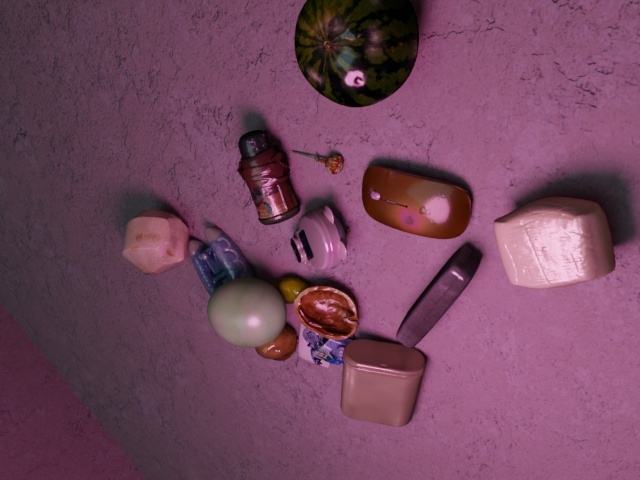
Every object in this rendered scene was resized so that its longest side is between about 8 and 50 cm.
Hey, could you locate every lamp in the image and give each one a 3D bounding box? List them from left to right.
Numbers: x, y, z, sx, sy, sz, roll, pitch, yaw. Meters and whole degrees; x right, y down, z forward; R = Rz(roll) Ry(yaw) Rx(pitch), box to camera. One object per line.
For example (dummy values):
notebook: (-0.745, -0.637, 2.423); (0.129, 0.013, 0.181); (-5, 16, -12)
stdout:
lamp: (0.002, 0.000, 1.766); (0.246, 0.108, 0.179); (-29, 77, 60)

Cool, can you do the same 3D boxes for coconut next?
coconut: (-0.571, 0.016, 2.114); (0.241, 0.241, 0.241); (17, 122, 29)

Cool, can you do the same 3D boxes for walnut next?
walnut: (0.029, 0.208, 1.865); (0.211, 0.087, 0.167); (22, 112, 12)

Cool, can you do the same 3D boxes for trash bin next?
trash bin: (0.182, 0.433, 1.825); (0.244, 0.121, 0.247); (7, 124, 7)

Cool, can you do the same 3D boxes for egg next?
egg: (-0.233, 0.225, 1.906); (0.270, 0.220, 0.220); (14, 121, 35)

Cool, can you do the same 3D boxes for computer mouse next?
computer mouse: (0.236, -0.101, 1.568); (0.311, 0.072, 0.158); (19, 121, 29)

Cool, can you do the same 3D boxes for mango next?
mango: (-0.099, 0.157, 1.952); (0.165, 0.074, 0.091); (3, 122, 49)

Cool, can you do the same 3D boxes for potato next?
potato: (-0.148, 0.340, 2.023); (0.137, 0.176, 0.137); (-2, 78, 9)

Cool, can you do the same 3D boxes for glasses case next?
glasses case: (0.309, 0.154, 1.604); (0.074, 0.131, 0.323); (35, 130, 6)

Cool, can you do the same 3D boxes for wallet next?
wallet: (-0.014, 0.333, 2.005); (0.124, 0.032, 0.182); (17, 121, 22)

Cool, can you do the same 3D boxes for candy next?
candy: (-0.011, -0.231, 1.711); (0.185, 0.049, 0.055); (22, 95, 33)

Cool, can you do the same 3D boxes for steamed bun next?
steamed bun: (0.523, -0.003, 1.348); (0.250, 0.155, 0.199); (-10, 104, 46)

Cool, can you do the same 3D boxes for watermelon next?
watermelon: (0.083, -0.449, 1.359); (0.285, 0.285, 0.284); (17, 122, 29)

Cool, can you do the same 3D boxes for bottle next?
bottle: (-0.162, -0.189, 1.772); (0.156, 0.143, 0.271); (-15, 108, 14)

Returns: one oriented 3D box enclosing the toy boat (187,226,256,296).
toy boat: (-0.346, 0.120, 2.082); (0.215, 0.123, 0.329); (-29, 93, 41)

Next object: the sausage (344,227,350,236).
sausage: (0.065, -0.003, 1.781); (0.015, 0.015, 0.100); (41, 130, 13)

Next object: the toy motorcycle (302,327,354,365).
toy motorcycle: (0.056, 0.358, 1.916); (0.255, 0.092, 0.135); (19, 124, 6)
